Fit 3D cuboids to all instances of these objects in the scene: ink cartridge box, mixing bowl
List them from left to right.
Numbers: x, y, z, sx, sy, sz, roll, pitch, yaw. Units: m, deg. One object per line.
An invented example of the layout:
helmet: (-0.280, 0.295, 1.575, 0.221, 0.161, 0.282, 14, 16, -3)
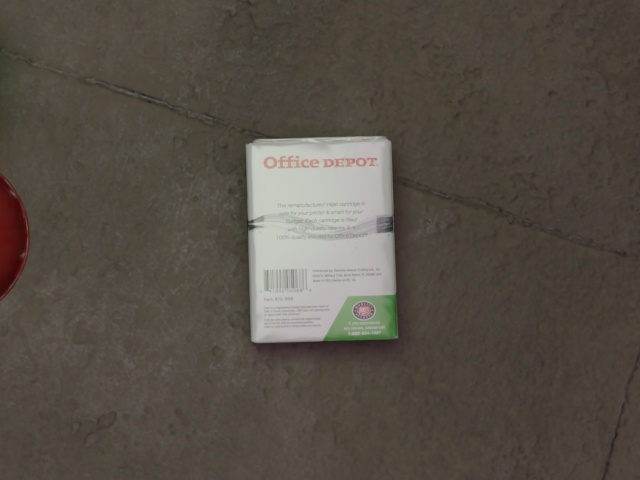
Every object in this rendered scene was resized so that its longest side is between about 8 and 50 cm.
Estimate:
mixing bowl: (-0.394, -0.005, 1.783, 0.181, 0.098, 0.181, 0, 88, -2)
ink cartridge box: (0.000, 0.000, 1.805, 0.153, 0.087, 0.208, -1, 88, -2)
